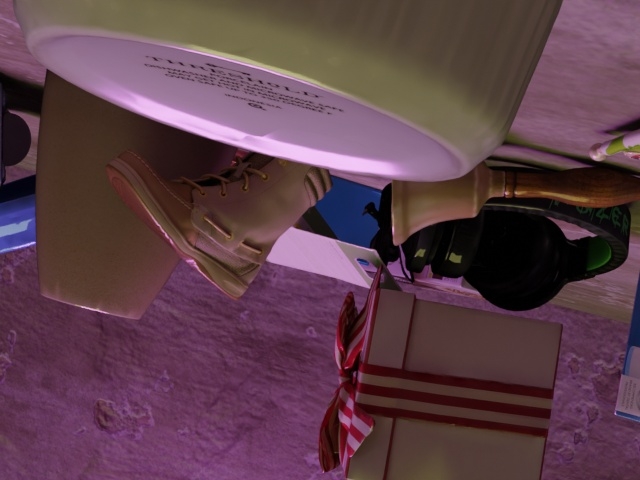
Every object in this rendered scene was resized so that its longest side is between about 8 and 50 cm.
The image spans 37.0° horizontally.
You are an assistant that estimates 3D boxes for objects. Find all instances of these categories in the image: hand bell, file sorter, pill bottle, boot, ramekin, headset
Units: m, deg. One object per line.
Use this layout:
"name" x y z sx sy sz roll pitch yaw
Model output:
"hand bell" 0.193 -0.054 0.930 0.241 0.126 0.126 2 174 9
"file sorter" -0.001 -0.041 1.512 0.170 0.118 0.104 16 179 -14
"pill bottle" -0.610 -0.187 1.673 0.221 0.124 0.124 12 175 38
"boot" -0.103 -0.069 1.087 0.095 0.203 0.262 37 172 43
"ramekin" -0.017 -0.117 0.453 0.272 0.127 0.273 15 176 1
"headset" 0.193 -0.027 1.176 0.243 0.185 0.394 22 158 -30

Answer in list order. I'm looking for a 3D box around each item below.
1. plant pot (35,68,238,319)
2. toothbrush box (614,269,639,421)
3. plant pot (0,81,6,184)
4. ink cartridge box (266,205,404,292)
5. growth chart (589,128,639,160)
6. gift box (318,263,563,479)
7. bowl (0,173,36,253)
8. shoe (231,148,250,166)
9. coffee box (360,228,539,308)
"plant pot" -0.251 -0.050 1.192 0.256 0.274 0.256 15 176 1
"toothbrush box" 0.438 0.085 0.844 0.295 0.217 0.126 13 -174 37
"plant pot" -0.576 -0.151 1.351 0.252 0.248 0.247 0 180 -17
"ink cartridge box" 0.000 0.000 1.293 0.235 0.056 0.171 12 160 26
"growth chart" 0.343 -0.057 0.724 0.237 0.021 0.172 13 177 0
"gift box" 0.139 0.177 1.177 0.258 0.255 0.276 9 169 2
"bowl" -0.417 -0.065 1.527 0.390 0.077 0.391 -15 -167 3
"shoe" -0.143 -0.108 1.350 0.177 0.081 0.063 15 176 4
"coffee box" 0.217 0.025 1.589 0.168 0.119 0.297 16 176 -30
